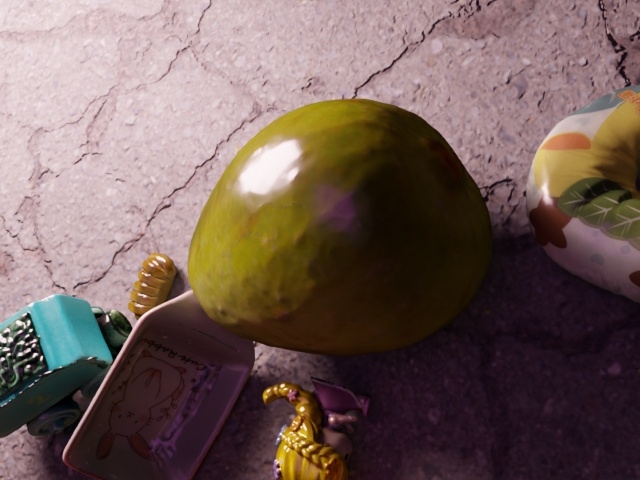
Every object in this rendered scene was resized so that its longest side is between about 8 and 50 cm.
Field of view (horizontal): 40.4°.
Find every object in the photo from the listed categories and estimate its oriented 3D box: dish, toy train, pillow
[{"bbox_3d":[-0.176,0.163,0.981,0.234,0.154,0.064,-60,30,2],"label":"dish"},{"bbox_3d":[-0.324,0.151,1.016,0.203,0.163,0.112,-37,66,11],"label":"toy train"},{"bbox_3d":[0.319,-0.044,0.843,0.233,0.086,0.214,33,82,27],"label":"pillow"}]

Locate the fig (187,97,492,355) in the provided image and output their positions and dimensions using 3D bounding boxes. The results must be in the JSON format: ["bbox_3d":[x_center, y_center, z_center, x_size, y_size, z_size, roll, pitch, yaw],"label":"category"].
[{"bbox_3d":[0.000,0.000,0.872,0.326,0.258,0.258,-23,71,30],"label":"fig"}]

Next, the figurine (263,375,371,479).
[{"bbox_3d":[-0.019,0.221,0.910,0.115,0.095,0.156,13,80,13],"label":"figurine"}]

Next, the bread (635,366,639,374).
[{"bbox_3d":[0.359,0.082,0.799,0.154,0.068,0.028,-41,65,9],"label":"bread"}]

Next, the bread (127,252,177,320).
[{"bbox_3d":[-0.207,0.057,1.059,0.049,0.034,0.088,22,88,31],"label":"bread"}]
